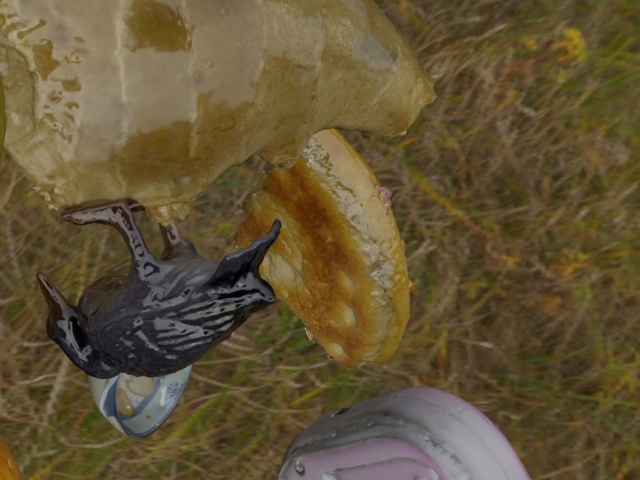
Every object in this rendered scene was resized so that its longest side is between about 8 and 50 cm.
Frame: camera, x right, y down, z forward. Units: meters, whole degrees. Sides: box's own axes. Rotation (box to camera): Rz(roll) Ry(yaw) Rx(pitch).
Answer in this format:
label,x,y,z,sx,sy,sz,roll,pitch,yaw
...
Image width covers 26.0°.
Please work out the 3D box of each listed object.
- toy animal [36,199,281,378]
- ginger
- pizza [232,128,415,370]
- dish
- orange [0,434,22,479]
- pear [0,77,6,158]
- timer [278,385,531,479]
label,x,y,z,sx,sy,sz,roll,pitch,yaw
toy animal,-0.160,0.044,1.325,0.122,0.298,0.185,-24,106,-59
ginger,-0.077,-0.149,0.988,0.375,0.166,0.236,-22,87,-54
pizza,0.000,0.000,1.497,0.086,0.226,0.335,-43,133,-32
dish,-0.242,0.136,1.798,0.086,0.236,0.228,15,94,21
orange,-0.521,0.359,1.679,0.341,0.340,0.293,-16,114,-20
pear,-0.238,-0.042,0.443,0.271,0.271,0.271,3,82,-19
timer,0.066,0.197,0.867,0.069,0.191,0.208,-30,93,-41
